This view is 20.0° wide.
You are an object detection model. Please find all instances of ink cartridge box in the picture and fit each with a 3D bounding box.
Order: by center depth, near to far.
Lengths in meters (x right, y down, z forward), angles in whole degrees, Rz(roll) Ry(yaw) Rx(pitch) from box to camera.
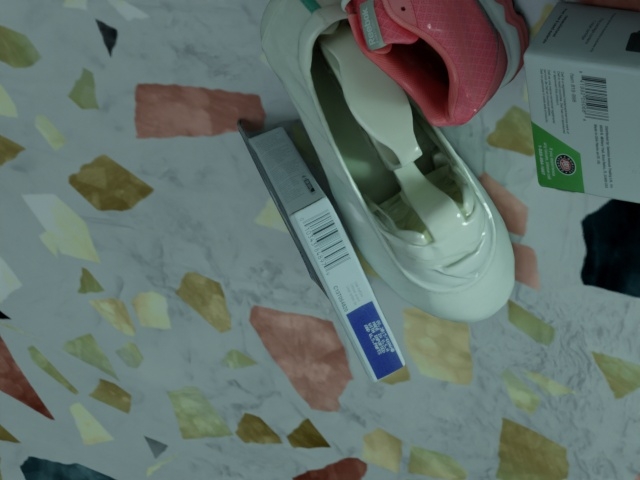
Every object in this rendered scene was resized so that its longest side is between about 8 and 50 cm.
[{"bbox_3d":[0.291,-0.110,1.554,0.208,0.087,0.153,12,135,25],"label":"ink cartridge box"},{"bbox_3d":[0.000,0.000,1.822,0.045,0.224,0.223,-28,123,-2],"label":"ink cartridge box"}]

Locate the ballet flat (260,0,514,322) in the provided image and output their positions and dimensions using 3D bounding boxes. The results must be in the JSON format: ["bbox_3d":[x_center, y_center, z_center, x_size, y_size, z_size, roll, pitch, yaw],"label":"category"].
[{"bbox_3d":[0.074,-0.065,1.690,0.139,0.139,0.400,-11,120,41],"label":"ballet flat"}]

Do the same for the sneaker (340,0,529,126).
[{"bbox_3d":[0.062,-0.231,1.549,0.116,0.136,0.314,-21,116,43],"label":"sneaker"}]
